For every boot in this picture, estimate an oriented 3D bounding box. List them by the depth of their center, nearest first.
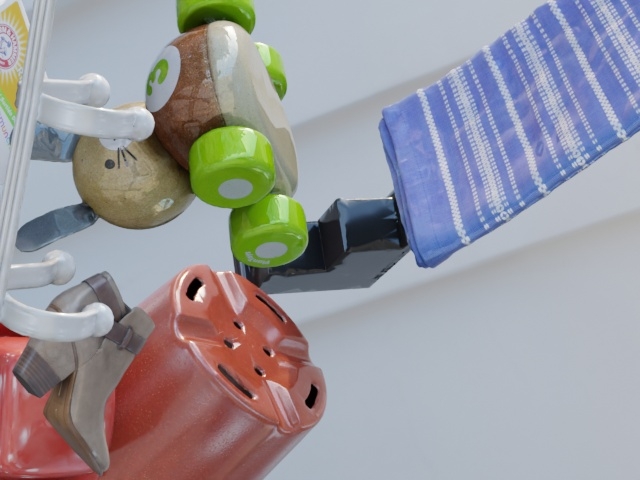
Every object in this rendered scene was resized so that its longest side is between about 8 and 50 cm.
[{"bbox_3d":[-0.136,0.080,0.840,0.087,0.042,0.118,-47,135,-24],"label":"boot"}]

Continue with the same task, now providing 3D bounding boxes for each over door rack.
[{"bbox_3d":[-0.195,-0.101,0.799,0.108,0.324,0.239,3,103,-43],"label":"over door rack"}]

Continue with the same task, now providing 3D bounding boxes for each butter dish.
[{"bbox_3d":[-0.238,0.150,1.184,0.160,0.118,0.160,5,86,-38],"label":"butter dish"}]

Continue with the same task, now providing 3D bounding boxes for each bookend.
[{"bbox_3d":[0.000,0.000,1.443,0.156,0.157,0.072,131,-47,-65],"label":"bookend"}]

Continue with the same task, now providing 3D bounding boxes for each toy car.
[{"bbox_3d":[-0.116,-0.061,0.878,0.149,0.188,0.155,63,16,-57],"label":"toy car"}]

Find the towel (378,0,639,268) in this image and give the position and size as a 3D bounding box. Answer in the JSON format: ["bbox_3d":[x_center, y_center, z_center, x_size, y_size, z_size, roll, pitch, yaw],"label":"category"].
[{"bbox_3d":[0.194,-0.134,1.118,0.040,0.336,0.243,44,20,-28],"label":"towel"}]

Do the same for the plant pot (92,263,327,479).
[{"bbox_3d":[-0.153,0.180,1.363,0.272,0.265,0.272,37,25,-21],"label":"plant pot"}]

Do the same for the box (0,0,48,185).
[{"bbox_3d":[-0.305,-0.107,0.966,0.103,0.203,0.114,-55,141,-47],"label":"box"}]
